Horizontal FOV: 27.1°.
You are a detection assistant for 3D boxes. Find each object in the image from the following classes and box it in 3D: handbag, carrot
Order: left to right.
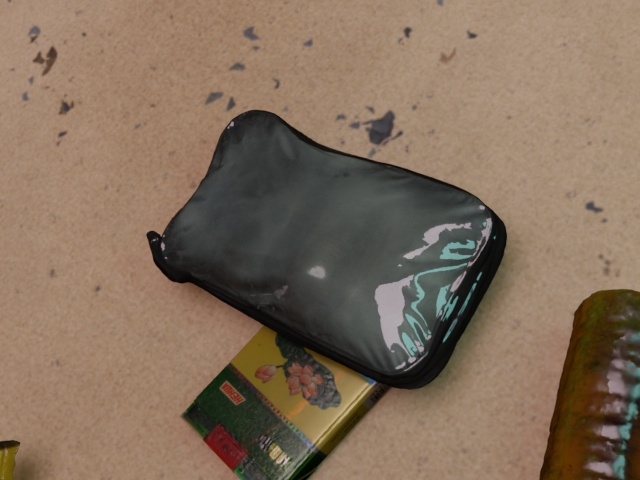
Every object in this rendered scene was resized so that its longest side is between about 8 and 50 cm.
[{"bbox_3d":[-0.002,-0.001,1.238,0.332,0.075,0.191,24,80,28],"label":"handbag"},{"bbox_3d":[0.230,0.196,1.087,0.114,0.114,0.302,7,68,22],"label":"carrot"}]

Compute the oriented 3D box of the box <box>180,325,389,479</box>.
[{"bbox_3d":[-0.008,0.122,1.243,0.235,0.034,0.132,-48,61,-4],"label":"box"}]

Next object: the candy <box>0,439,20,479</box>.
[{"bbox_3d":[-0.418,0.303,1.297,0.297,0.081,0.187,-13,65,27],"label":"candy"}]
